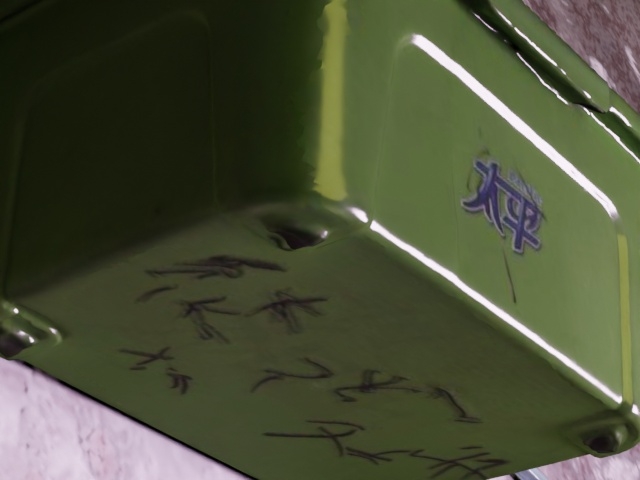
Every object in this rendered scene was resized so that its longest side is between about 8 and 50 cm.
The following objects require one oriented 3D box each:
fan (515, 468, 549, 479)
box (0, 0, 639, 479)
[{"bbox_3d":[0.106,0.127,1.045,0.193,0.016,0.038,45,32,-26],"label":"fan"},{"bbox_3d":[0.000,0.000,0.747,0.328,0.252,0.178,35,48,-39],"label":"box"}]
